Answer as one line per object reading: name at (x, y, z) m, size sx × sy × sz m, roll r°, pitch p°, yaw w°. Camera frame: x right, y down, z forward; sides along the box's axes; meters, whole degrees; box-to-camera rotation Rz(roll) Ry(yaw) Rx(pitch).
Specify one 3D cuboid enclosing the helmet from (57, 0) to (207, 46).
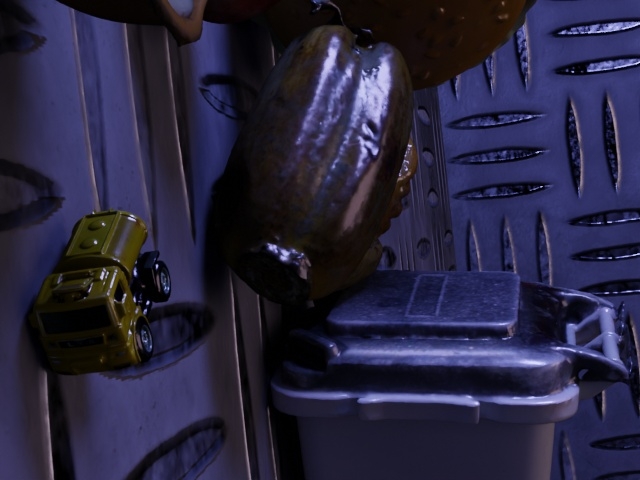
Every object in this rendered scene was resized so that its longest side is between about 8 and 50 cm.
helmet at (-0.103, -0.198, 0.545) m, size 0.198 × 0.130 × 0.224 m, roll 52°, pitch 45°, yaw -66°

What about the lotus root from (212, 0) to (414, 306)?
lotus root at (-0.002, -0.060, 0.931) m, size 0.123 × 0.124 × 0.241 m, roll 108°, pitch 3°, yaw -61°

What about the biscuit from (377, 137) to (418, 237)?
biscuit at (0.039, -0.035, 1.204) m, size 0.183 × 0.061 × 0.118 m, roll -42°, pitch 145°, yaw -42°

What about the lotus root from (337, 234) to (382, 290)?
lotus root at (0.000, 0.000, 1.059) m, size 0.179 × 0.080 × 0.089 m, roll 23°, pitch 41°, yaw -65°

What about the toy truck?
toy truck at (-0.108, 0.027, 0.610) m, size 0.083 × 0.049 × 0.054 m, roll -81°, pitch 160°, yaw -56°

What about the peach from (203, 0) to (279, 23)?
peach at (-0.050, -0.214, 0.824) m, size 0.152 × 0.152 × 0.152 m, roll -6°, pitch 90°, yaw -79°

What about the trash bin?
trash bin at (0.123, 0.223, 1.112) m, size 0.256 × 0.296 × 0.368 m, roll -59°, pitch 147°, yaw -74°

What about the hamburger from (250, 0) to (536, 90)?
hamburger at (0.060, -0.249, 1.042) m, size 0.274 × 0.274 × 0.212 m, roll 73°, pitch 14°, yaw -44°
